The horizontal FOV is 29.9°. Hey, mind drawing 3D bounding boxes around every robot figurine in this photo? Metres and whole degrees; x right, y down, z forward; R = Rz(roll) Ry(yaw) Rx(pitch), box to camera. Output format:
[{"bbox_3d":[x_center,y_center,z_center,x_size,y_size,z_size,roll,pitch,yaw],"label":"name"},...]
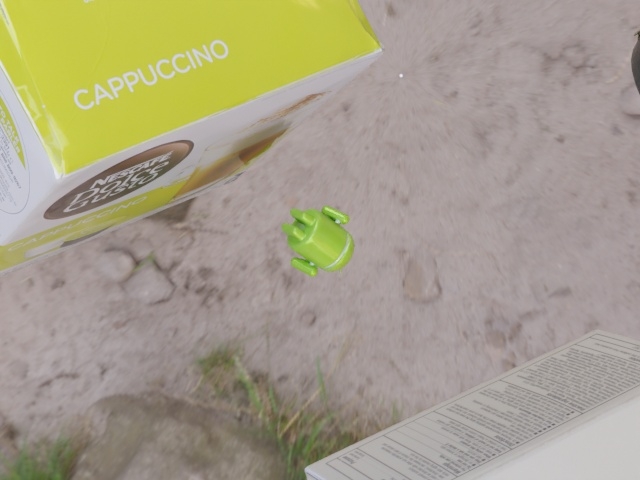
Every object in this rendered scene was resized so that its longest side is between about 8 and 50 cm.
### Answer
[{"bbox_3d":[0.000,0.000,1.679,0.115,0.067,0.101,34,81,-32],"label":"robot figurine"}]

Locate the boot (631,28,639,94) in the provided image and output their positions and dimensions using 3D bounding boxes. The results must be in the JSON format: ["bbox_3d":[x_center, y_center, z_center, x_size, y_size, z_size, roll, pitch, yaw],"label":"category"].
[{"bbox_3d":[0.286,-0.199,0.944,0.076,0.137,0.198,-5,89,-24],"label":"boot"}]

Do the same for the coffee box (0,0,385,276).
[{"bbox_3d":[-0.216,-0.200,1.082,0.337,0.334,0.338,-26,87,-34],"label":"coffee box"}]

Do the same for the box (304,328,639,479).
[{"bbox_3d":[0.161,0.193,0.973,0.311,0.148,0.121,-21,107,-21],"label":"box"}]
